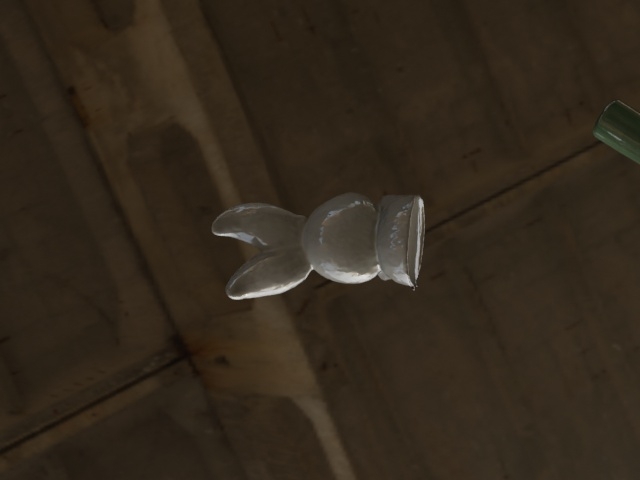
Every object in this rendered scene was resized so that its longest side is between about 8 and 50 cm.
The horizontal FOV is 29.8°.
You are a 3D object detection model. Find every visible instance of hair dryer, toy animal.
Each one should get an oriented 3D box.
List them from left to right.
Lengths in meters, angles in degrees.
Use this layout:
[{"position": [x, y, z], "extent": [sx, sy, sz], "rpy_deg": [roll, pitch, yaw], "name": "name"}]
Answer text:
[{"position": [0.002, 0.002, 1.311], "extent": [0.131, 0.220, 0.104], "rpy_deg": [-46, -47, -70], "name": "toy animal"}, {"position": [0.347, -0.105, 1.318], "extent": [0.047, 0.071, 0.150], "rpy_deg": [-53, -22, 6], "name": "hair dryer"}]
